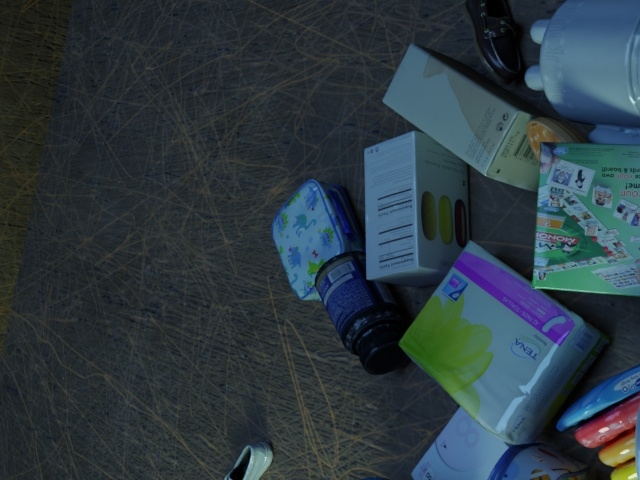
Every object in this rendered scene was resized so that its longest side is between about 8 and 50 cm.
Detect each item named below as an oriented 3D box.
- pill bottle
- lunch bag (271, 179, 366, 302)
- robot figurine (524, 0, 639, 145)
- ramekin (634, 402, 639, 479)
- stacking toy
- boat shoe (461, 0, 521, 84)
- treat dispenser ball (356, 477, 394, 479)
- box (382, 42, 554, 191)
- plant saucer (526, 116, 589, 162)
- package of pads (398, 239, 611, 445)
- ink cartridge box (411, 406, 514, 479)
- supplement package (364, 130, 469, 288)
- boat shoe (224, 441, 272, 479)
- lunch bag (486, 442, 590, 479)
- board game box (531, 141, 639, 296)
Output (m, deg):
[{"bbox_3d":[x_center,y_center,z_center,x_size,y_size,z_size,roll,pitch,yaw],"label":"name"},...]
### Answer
[{"bbox_3d":[0.081,0.133,2.109,0.123,0.122,0.219,-52,45,29],"label":"pill bottle"},{"bbox_3d":[0.000,0.000,2.267,0.176,0.090,0.219,-49,47,32],"label":"lunch bag"},{"bbox_3d":[0.465,-0.262,1.682,0.353,0.199,0.300,13,103,51],"label":"robot figurine"},{"bbox_3d":[0.516,0.285,1.431,0.135,0.277,0.277,-16,68,39],"label":"ramekin"},{"bbox_3d":[0.471,0.326,1.575,0.166,0.175,0.302,103,143,-71],"label":"stacking toy"},{"bbox_3d":[0.305,-0.367,2.005,0.073,0.073,0.207,-45,50,37],"label":"boat shoe"},{"bbox_3d":[0.078,0.515,1.794,0.288,0.288,0.288,-16,68,48],"label":"treat dispenser ball"},{"bbox_3d":[0.260,-0.213,1.965,0.311,0.148,0.121,43,113,45],"label":"box"},{"bbox_3d":[0.391,-0.112,1.766,0.037,0.200,0.200,-35,46,-4],"label":"plant saucer"},{"bbox_3d":[0.281,0.166,1.841,0.229,0.101,0.296,-56,41,4],"label":"package of pads"},{"bbox_3d":[0.264,0.401,1.874,0.189,0.066,0.232,-58,39,23],"label":"ink cartridge box"},{"bbox_3d":[0.171,-0.050,2.034,0.133,0.139,0.244,-17,69,48],"label":"supplement package"},{"bbox_3d":[-0.164,0.489,2.361,0.184,0.063,0.066,-55,44,25],"label":"boat shoe"},{"bbox_3d":[0.288,0.450,1.689,0.115,0.243,0.303,22,94,25],"label":"lunch bag"},{"bbox_3d":[0.461,-0.027,1.610,0.317,0.046,0.214,4,94,22],"label":"board game box"}]
